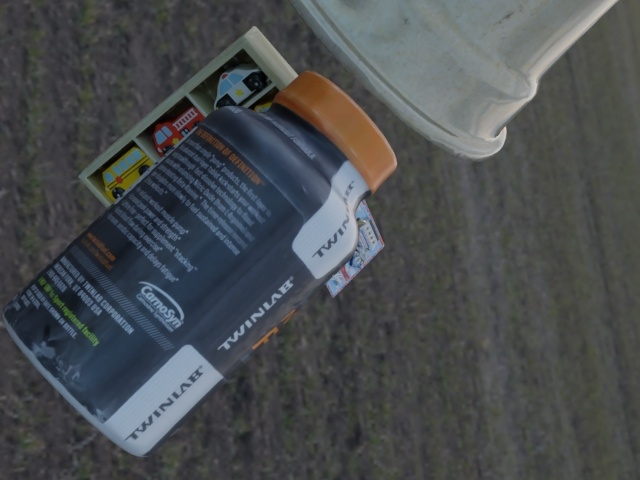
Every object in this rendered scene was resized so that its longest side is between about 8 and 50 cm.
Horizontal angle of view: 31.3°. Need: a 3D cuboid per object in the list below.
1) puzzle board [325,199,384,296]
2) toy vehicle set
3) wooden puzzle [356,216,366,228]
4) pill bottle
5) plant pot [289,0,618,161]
[{"bbox_3d":[0.028,-0.002,1.370,0.096,0.011,0.128,-44,138,-17],"label":"puzzle board"},{"bbox_3d":[-0.108,-0.078,1.176,0.166,0.267,0.035,48,33,-13],"label":"toy vehicle set"},{"bbox_3d":[0.000,0.000,0.970,0.049,0.083,0.006,64,6,-57],"label":"wooden puzzle"},{"bbox_3d":[-0.066,0.006,0.713,0.130,0.245,0.130,45,-7,7],"label":"pill bottle"},{"bbox_3d":[0.147,-0.280,0.851,0.334,0.305,0.334,40,28,-27],"label":"plant pot"}]
